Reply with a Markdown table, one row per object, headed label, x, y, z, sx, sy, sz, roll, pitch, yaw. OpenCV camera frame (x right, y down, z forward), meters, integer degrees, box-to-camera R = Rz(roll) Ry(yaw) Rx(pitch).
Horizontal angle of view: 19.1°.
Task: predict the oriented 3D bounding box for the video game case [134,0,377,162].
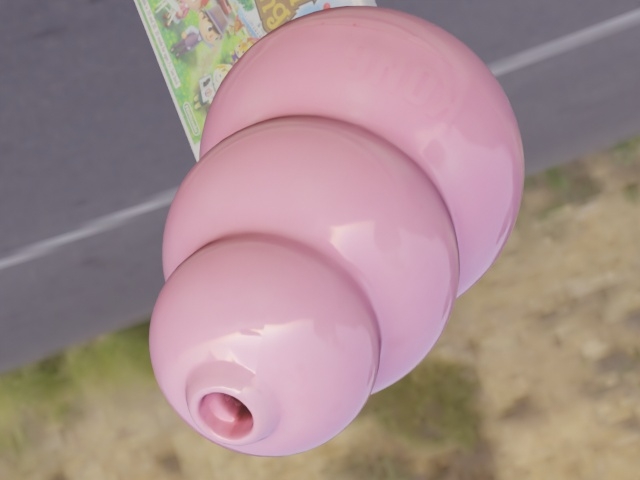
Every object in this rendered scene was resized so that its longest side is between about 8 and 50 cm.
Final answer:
| label | x | y | z | sx | sy | sz | roll | pitch | yaw |
| --- | --- | --- | --- | --- | --- | --- | --- | --- | --- |
| video game case | -0.054 | -0.181 | 1.450 | 0.193 | 0.212 | 0.023 | -31 | 164 | 32 |

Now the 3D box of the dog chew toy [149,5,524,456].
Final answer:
| label | x | y | z | sx | sy | sz | roll | pitch | yaw |
| --- | --- | --- | --- | --- | --- | --- | --- | --- | --- |
| dog chew toy | 0.000 | 0.000 | 1.135 | 0.206 | 0.206 | 0.332 | -24 | -158 | 33 |
